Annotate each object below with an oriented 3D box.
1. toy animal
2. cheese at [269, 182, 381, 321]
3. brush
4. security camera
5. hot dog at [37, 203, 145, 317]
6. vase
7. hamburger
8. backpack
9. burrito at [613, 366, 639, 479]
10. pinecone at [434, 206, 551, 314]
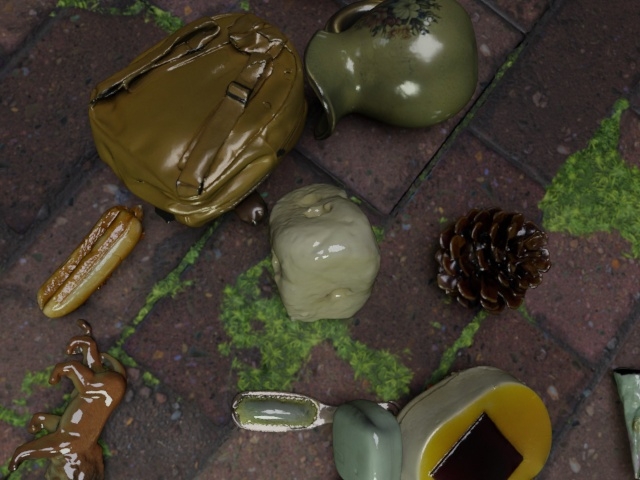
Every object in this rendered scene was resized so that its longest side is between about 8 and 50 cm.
[{"bbox_3d":[-0.405,0.305,1.049,0.158,0.097,0.312,25,76,-14],"label":"toy animal"},{"bbox_3d":[-0.002,0.000,1.063,0.174,0.248,0.251,-7,75,-9],"label":"cheese"},{"bbox_3d":[-0.001,0.309,1.098,0.313,0.067,0.071,5,79,-7],"label":"brush"},{"bbox_3d":[0.073,0.419,1.031,0.080,0.157,0.301,1,95,-28],"label":"security camera"},{"bbox_3d":[-0.390,0.036,1.090,0.249,0.102,0.076,-52,130,-9],"label":"hot dog"},{"bbox_3d":[0.109,-0.347,1.154,0.303,0.240,0.329,-12,51,-1],"label":"vase"},{"bbox_3d":[0.255,0.350,1.078,0.295,0.151,0.227,-27,92,-19],"label":"hamburger"},{"bbox_3d":[-0.190,-0.211,1.077,0.378,0.201,0.353,-40,73,-6],"label":"backpack"},{"bbox_3d":[0.627,0.349,1.148,0.144,0.089,0.228,-2,80,8],"label":"burrito"},{"bbox_3d":[0.314,0.033,1.113,0.208,0.208,0.207,1,81,-6],"label":"pinecone"}]
